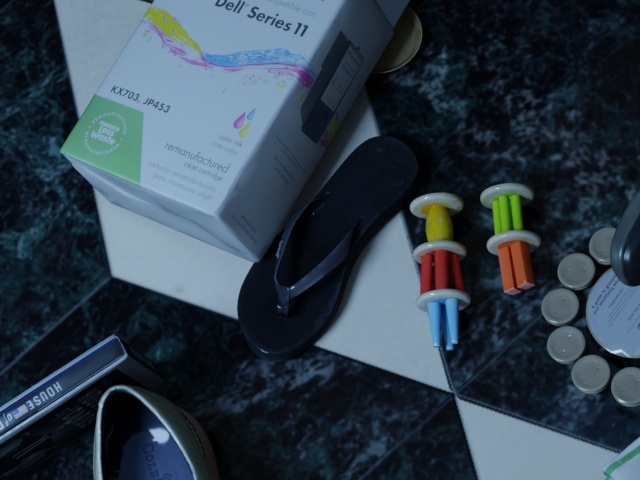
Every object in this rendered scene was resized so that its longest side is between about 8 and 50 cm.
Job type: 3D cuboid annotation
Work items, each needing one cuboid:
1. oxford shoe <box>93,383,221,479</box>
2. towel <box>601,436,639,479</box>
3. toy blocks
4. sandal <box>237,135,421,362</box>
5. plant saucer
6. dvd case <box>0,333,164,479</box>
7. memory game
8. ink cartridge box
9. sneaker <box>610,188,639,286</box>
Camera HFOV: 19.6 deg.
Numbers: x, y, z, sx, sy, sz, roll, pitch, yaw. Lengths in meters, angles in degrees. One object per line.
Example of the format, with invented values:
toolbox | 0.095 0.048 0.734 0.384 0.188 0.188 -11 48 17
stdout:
oxford shoe | -0.125 0.312 1.645 0.140 0.146 0.397 -27 65 1
towel | 0.417 0.229 1.541 0.248 0.038 0.325 -38 48 -3
toy blocks | 0.149 0.027 1.750 0.123 0.054 0.148 -7 67 11
sandal | 0.000 -0.001 1.795 0.097 0.054 0.254 29 77 22
plant saucer | 0.064 -0.204 1.885 0.083 0.015 0.083 -4 67 11
dvd case | -0.265 0.174 1.717 0.238 0.179 0.030 -32 77 -1
memory game | 0.295 0.066 1.713 0.186 0.012 0.186 -8 64 17
ink cartridge box | -0.072 -0.179 1.834 0.207 0.119 0.353 22 74 30
sneaker | 0.370 -0.025 1.662 0.227 0.087 0.130 -31 33 -20
